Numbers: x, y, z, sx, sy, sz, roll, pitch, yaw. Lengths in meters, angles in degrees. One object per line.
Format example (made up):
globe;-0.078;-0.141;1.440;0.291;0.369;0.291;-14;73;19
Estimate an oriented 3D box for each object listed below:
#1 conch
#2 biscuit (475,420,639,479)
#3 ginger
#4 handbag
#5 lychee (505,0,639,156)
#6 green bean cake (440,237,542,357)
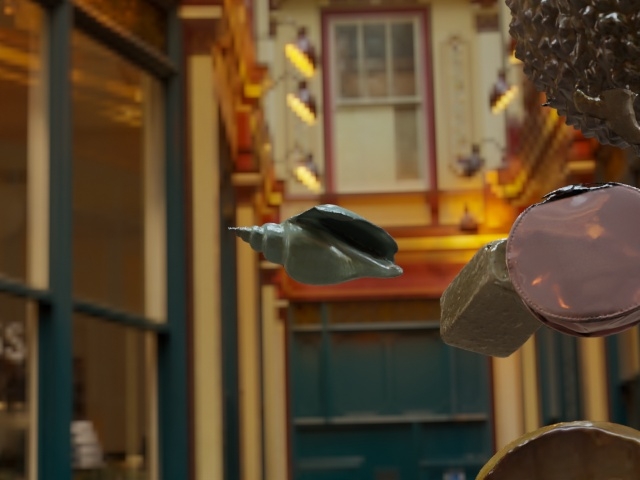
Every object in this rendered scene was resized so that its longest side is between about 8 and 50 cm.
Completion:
conch;-0.001;-0.001;1.561;0.180;0.088;0.065;9;21;-11
biscuit;0.300;0.343;1.790;0.296;0.296;0.102;-2;7;7
ginger;0.306;-0.137;1.639;0.097;0.048;0.030;30;24;-14
handbag;0.316;0.024;1.844;0.205;0.179;0.116;-14;-22;2
lychee;0.438;-0.303;2.087;0.380;0.432;0.380;4;-42;4
green bean cake;0.235;0.076;2.079;0.109;0.085;0.179;14;-34;-12
